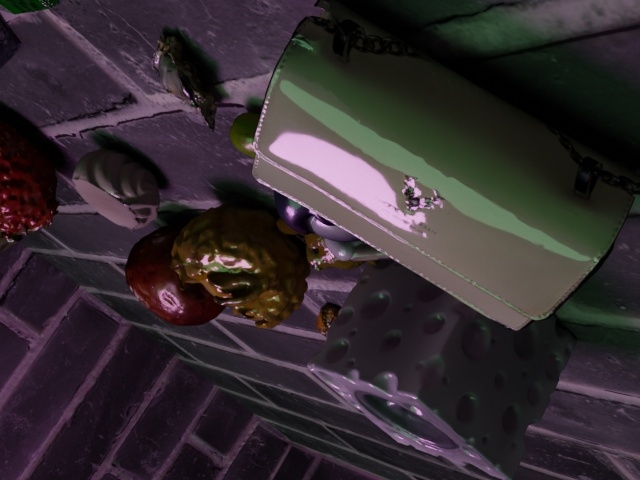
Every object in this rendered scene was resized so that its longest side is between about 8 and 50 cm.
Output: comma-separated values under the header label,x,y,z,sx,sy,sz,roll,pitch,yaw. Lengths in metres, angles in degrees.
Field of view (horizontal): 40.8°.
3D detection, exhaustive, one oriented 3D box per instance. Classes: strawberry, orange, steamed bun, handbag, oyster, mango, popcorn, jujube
label,x,y,z,sx,sy,sz,roll,pitch,yaw
strawberry,-0.724,-0.157,1.890,0.312,0.267,0.351,-30,88,40
orange,0.029,0.174,1.774,0.086,0.062,0.086,29,164,9
steamed bun,-0.382,-0.104,1.656,0.183,0.106,0.183,25,158,11
handbag,0.116,-0.073,0.896,0.359,0.160,0.236,31,153,4
oyster,-0.181,-0.209,1.171,0.108,0.053,0.165,54,176,19
mango,-0.073,-0.139,1.178,0.108,0.056,0.073,18,164,3
popcorn,-0.134,0.045,1.521,0.250,0.190,0.250,21,158,9
jujube,-0.303,0.074,1.830,0.223,0.223,0.318,38,164,-18

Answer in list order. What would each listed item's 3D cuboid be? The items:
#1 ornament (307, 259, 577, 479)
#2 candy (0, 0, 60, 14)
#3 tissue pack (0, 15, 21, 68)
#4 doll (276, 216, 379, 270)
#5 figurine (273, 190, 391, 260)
label,x,y,z,sx,sy,sz,roll,pitch,yaw
ornament,0.177,0.167,1.259,0.239,0.239,0.240,43,158,-31
candy,-0.476,-0.375,1.182,0.203,0.078,0.141,27,161,29
tissue pack,-0.567,-0.300,1.379,0.051,0.156,0.112,29,161,19
doll,0.000,0.000,1.333,0.137,0.097,0.209,29,173,-23
figurine,0.020,-0.053,1.128,0.145,0.145,0.222,22,160,27
